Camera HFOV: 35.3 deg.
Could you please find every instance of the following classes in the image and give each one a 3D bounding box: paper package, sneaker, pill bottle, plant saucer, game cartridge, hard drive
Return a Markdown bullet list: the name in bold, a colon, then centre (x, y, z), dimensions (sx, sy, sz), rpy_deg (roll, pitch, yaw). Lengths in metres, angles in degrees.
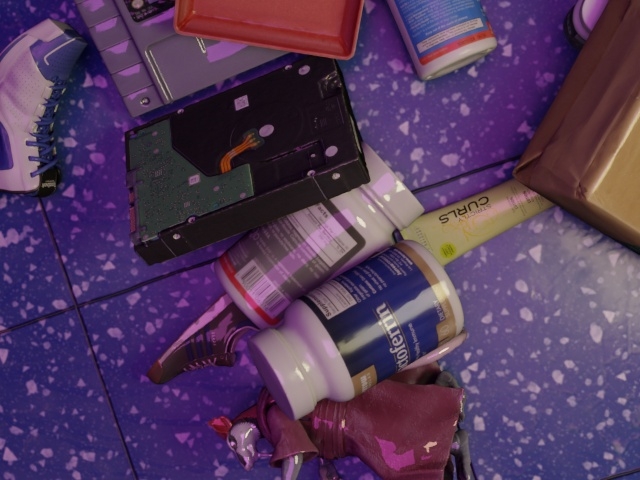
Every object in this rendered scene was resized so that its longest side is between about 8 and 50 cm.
- **paper package**: centre (0.471, -0.133, 1.327), dimensions (0.325, 0.168, 0.309), rpy_deg (26, 97, -29)
- **sneaker**: centre (-0.435, -0.168, 1.507), dimensions (0.315, 0.127, 0.182), rpy_deg (-43, 92, 12)
- **pill bottle**: centre (0.045, 0.122, 1.347), dimensions (0.265, 0.153, 0.153), rpy_deg (-29, 90, -14)
- **pill bottle**: centre (0.155, -0.352, 1.435), dimensions (0.124, 0.124, 0.221), rpy_deg (-23, 90, 6)
- **plant saucer**: centre (-0.060, -0.395, 1.382), dimensions (0.259, 0.047, 0.259), rpy_deg (8, 116, -5)
- **game cartridge**: centre (-0.164, -0.348, 1.462), dimensions (0.355, 0.068, 0.230), rpy_deg (-22, 114, 7)
- **pill bottle**: centre (0.388, -0.309, 1.409), dimensions (0.078, 0.137, 0.078), rpy_deg (0, 92, 5)
- **hard drive**: centre (-0.112, -0.118, 1.426), dimensions (0.339, 0.064, 0.236), rpy_deg (-21, 49, 9)
- **sneaker**: centre (-0.169, 0.165, 1.517), dimensions (0.192, 0.064, 0.086), rpy_deg (-45, 83, 2)
- **pill bottle**: centre (0.000, 0.000, 1.446), dimensions (0.283, 0.161, 0.161), rpy_deg (-42, 88, 4)

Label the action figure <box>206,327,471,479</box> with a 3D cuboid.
- **action figure**: centre (0.025, 0.252, 1.414), dimensions (0.370, 0.248, 0.275), rpy_deg (4, 92, 2)

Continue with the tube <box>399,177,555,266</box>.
- **tube**: centre (0.239, -0.034, 1.477), dimensions (0.240, 0.062, 0.070), rpy_deg (-25, 50, 11)
